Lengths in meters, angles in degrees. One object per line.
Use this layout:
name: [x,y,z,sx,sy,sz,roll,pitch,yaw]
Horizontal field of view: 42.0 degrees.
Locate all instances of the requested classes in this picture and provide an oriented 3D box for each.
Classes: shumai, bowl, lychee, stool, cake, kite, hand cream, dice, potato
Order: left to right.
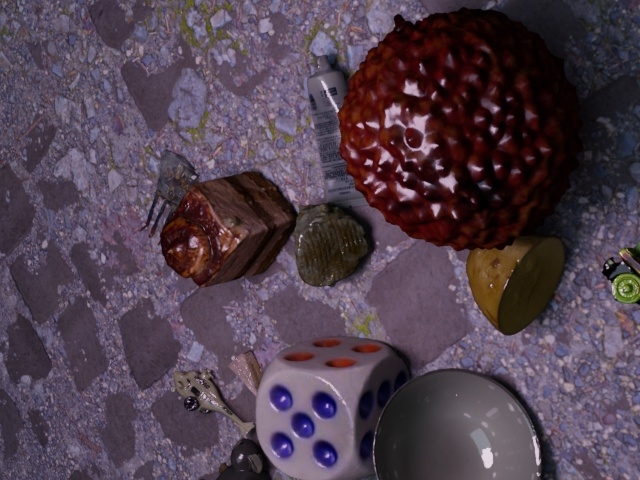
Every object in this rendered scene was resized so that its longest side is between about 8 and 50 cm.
kite: [-0.397,-0.108,2.157,0.141,0.015,0.245,37,111,27]
cake: [-0.225,-0.028,1.887,0.196,0.293,0.198,50,123,19]
stool: [-0.201,0.601,2.033,0.139,0.153,0.227,5,68,37]
cake: [-0.171,0.335,2.033,0.065,0.052,0.121,-33,78,27]
shumai: [-0.003,0.005,1.828,0.142,0.184,0.184,-151,65,-65]
dice: [0.030,0.351,1.774,0.251,0.259,0.243,3,98,33]
hand cream: [0.037,-0.238,1.833,0.124,0.078,0.340,-8,99,34]
bowl: [0.253,0.433,1.662,0.337,0.337,0.157,61,163,13]
lychee: [0.233,-0.216,1.489,0.424,0.425,0.499,-42,66,30]
potato: [0.349,0.059,1.594,0.158,0.178,0.203,32,127,45]

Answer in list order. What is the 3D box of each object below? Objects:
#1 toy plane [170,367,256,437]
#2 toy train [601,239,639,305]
toy plane: [-0.264,0.404,2.088,0.286,0.092,0.108,35,88,28]
toy train: [0.634,0.108,1.440,0.296,0.100,0.160,45,110,22]
